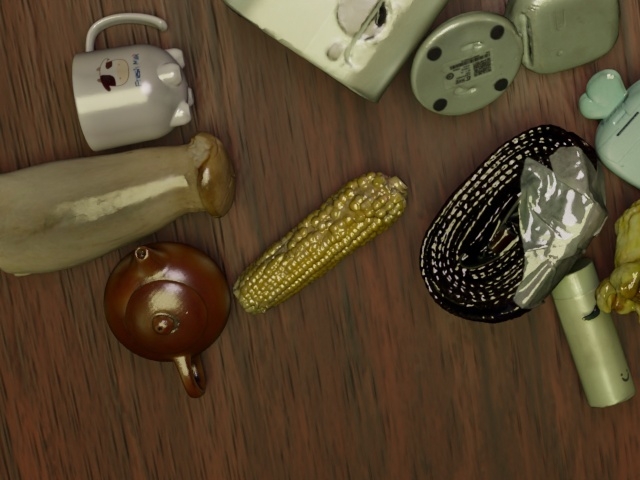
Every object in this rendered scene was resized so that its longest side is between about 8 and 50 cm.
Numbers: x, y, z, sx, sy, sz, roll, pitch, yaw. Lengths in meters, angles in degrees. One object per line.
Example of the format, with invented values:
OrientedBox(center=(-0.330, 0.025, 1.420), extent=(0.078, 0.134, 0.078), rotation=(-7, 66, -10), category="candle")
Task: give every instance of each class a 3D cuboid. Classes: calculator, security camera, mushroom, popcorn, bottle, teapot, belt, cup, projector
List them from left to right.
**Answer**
OrientedBox(center=(-0.313, -0.045, 1.876), extent=(0.407, 0.137, 0.154), rotation=(-10, 91, 11), category="mushroom")
OrientedBox(center=(-0.250, -0.213, 1.849), extent=(0.141, 0.173, 0.134), rotation=(-10, 133, 4), category="cup")
OrientedBox(center=(-0.210, 0.114, 1.898), extent=(0.178, 0.135, 0.252), rotation=(-14, 110, 7), category="teapot")
OrientedBox(center=(0.041, -0.348, 1.727), extent=(0.248, 0.248, 0.249), rotation=(34, 102, -4), category="projector")
OrientedBox(center=(0.249, -0.266, 1.776), extent=(0.301, 0.080, 0.157), rotation=(-22, 138, -7), category="security camera")
OrientedBox(center=(0.260, -0.019, 1.813), extent=(0.184, 0.164, 0.289), rotation=(42, 100, 21), category="belt")
OrientedBox(center=(0.379, 0.130, 1.905), extent=(0.072, 0.072, 0.202), rotation=(-19, 101, 7), category="bottle")
OrientedBox(center=(0.461, 0.035, 1.825), extent=(0.168, 0.173, 0.195), rotation=(44, 65, -36), category="popcorn")
OrientedBox(center=(0.477, -0.131, 1.818), extent=(0.295, 0.042, 0.184), rotation=(28, 133, -8), category="calculator")

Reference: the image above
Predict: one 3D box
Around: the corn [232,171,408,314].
OrientedBox(center=(0.000, 0.000, 1.891), extent=(0.288, 0.086, 0.086), rotation=(-37, 98, 12), category="corn")
